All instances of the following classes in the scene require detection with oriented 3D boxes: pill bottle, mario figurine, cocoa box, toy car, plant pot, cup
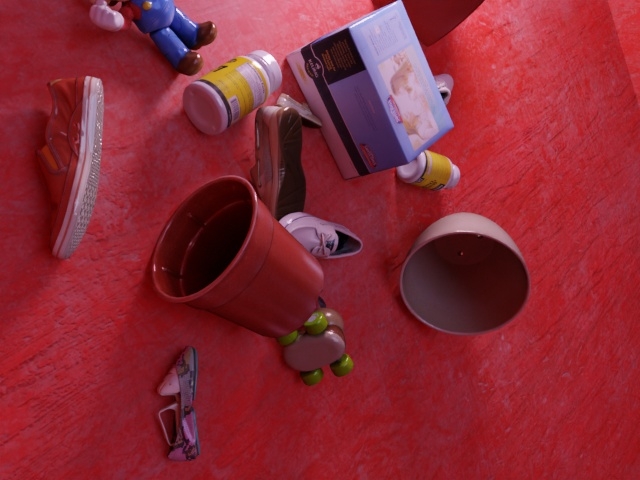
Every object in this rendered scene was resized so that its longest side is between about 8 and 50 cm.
[{"bbox_3d":[-0.184,-0.323,1.437,0.208,0.119,0.119,-44,113,-38],"label":"pill bottle"},{"bbox_3d":[0.306,-0.196,1.874,0.184,0.103,0.103,10,77,-41],"label":"pill bottle"},{"bbox_3d":[-0.329,-0.462,1.285,0.320,0.170,0.198,36,27,-42],"label":"mario figurine"},{"bbox_3d":[0.127,-0.365,1.651,0.231,0.228,0.347,-40,110,-38],"label":"cocoa box"},{"bbox_3d":[-0.004,0.209,1.548,0.155,0.149,0.188,60,22,-23],"label":"toy car"},{"bbox_3d":[-0.146,0.055,1.338,0.265,0.272,0.272,39,60,-41],"label":"plant pot"},{"bbox_3d":[0.336,-0.758,1.891,0.267,0.235,0.267,25,68,-38],"label":"plant pot"},{"bbox_3d":[0.388,0.056,1.805,0.331,0.331,0.237,56,28,-22],"label":"cup"}]

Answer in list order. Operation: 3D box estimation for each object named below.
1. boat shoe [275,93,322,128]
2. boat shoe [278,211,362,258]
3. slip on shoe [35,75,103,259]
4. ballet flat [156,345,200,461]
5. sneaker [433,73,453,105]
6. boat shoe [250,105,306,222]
[{"bbox_3d":[-0.047,-0.310,1.606,0.135,0.050,0.045,23,75,-38],"label":"boat shoe"},{"bbox_3d":[0.000,0.000,1.545,0.267,0.088,0.096,13,100,-53],"label":"boat shoe"},{"bbox_3d":[-0.451,-0.131,1.188,0.101,0.123,0.331,4,85,-9],"label":"slip on shoe"},{"bbox_3d":[-0.277,0.318,1.301,0.079,0.077,0.221,0,84,-23],"label":"ballet flat"},{"bbox_3d":[0.339,-0.416,1.926,0.232,0.115,0.090,-47,115,-36],"label":"sneaker"},{"bbox_3d":[-0.102,-0.149,1.505,0.109,0.098,0.302,-22,117,-50],"label":"boat shoe"}]
